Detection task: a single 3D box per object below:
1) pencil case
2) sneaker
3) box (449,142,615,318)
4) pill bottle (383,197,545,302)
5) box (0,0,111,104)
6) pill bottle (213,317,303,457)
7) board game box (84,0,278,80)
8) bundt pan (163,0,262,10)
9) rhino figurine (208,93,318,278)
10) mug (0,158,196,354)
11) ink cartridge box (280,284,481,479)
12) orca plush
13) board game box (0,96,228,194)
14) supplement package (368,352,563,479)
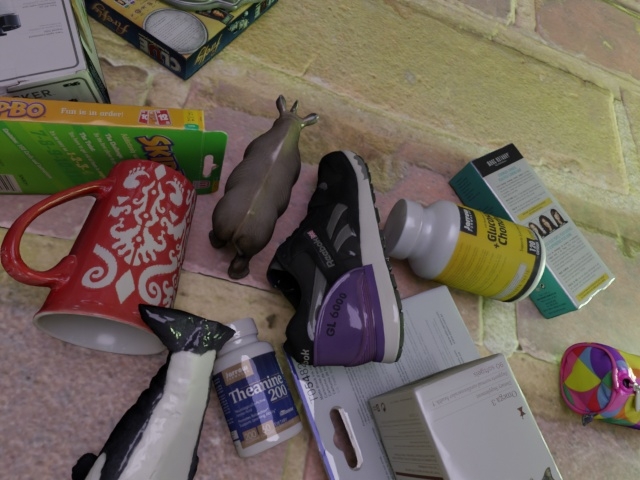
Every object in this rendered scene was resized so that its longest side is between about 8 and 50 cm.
[{"bbox_3d":[0.426,0.200,0.559,0.236,0.104,0.104,16,62,-13],"label":"pencil case"},{"bbox_3d":[0.000,0.000,0.487,0.124,0.107,0.283,-4,50,-6],"label":"sneaker"},{"bbox_3d":[0.303,-0.018,0.639,0.100,0.060,0.244,-25,76,-27],"label":"box"},{"bbox_3d":[0.177,0.009,0.558,0.184,0.103,0.103,17,62,-11],"label":"pill bottle"},{"bbox_3d":[-0.357,-0.253,0.489,0.169,0.087,0.290,-19,72,-13],"label":"box"},{"bbox_3d":[-0.069,0.141,0.433,0.067,0.067,0.120,-17,72,-25],"label":"pill bottle"},{"bbox_3d":[-0.187,-0.358,0.640,0.165,0.042,0.243,35,60,-1],"label":"board game box"},{"bbox_3d":[-0.188,-0.485,0.604,0.330,0.124,0.331,7,64,-14],"label":"bundt pan"},{"bbox_3d":[-0.061,-0.081,0.516,0.073,0.106,0.243,24,61,-8],"label":"rhino figurine"},{"bbox_3d":[-0.187,0.004,0.416,0.113,0.150,0.169,1,58,9],"label":"mug"},{"bbox_3d":[0.090,0.183,0.481,0.224,0.045,0.223,-14,71,-23],"label":"ink cartridge box"},{"bbox_3d":[-0.173,0.189,0.347,0.102,0.151,0.287,11,90,26],"label":"orca plush"},{"bbox_3d":[-0.232,-0.090,0.451,0.259,0.124,0.039,1,65,-19],"label":"board game box"},{"bbox_3d":[0.136,0.210,0.394,0.105,0.105,0.179,-13,71,-23],"label":"supplement package"}]
